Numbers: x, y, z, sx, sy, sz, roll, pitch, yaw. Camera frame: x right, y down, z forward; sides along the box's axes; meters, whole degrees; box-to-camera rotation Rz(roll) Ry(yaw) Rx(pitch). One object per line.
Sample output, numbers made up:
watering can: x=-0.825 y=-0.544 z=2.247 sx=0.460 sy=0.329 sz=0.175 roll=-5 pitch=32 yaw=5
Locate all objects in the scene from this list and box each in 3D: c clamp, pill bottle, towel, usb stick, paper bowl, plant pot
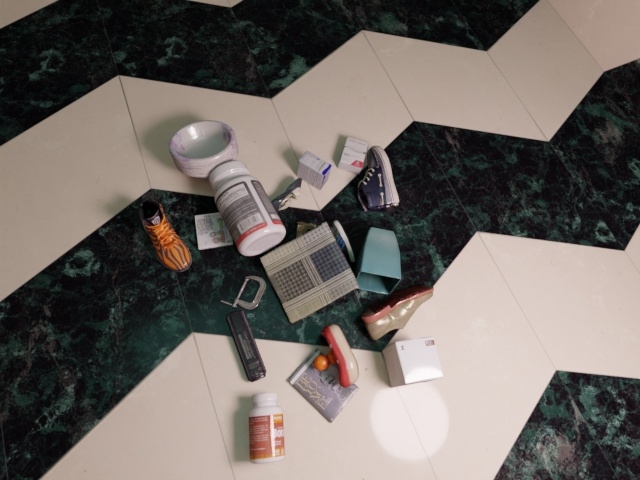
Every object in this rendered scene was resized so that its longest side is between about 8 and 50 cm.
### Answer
c clamp: x=-0.301 y=0.207 z=1.673 sx=0.137 sy=0.022 sz=0.161 roll=27 pitch=66 yaw=4
pill bottle: x=-0.189 y=0.649 z=1.443 sx=0.121 sy=0.121 sz=0.216 roll=-2 pitch=68 yaw=-9
towel: x=-0.049 y=0.129 z=1.684 sx=0.324 sy=0.056 sz=0.312 roll=-28 pitch=77 yaw=2
usb stick: x=-0.285 y=0.397 z=1.582 sx=0.077 sy=0.045 sz=0.278 roll=-17 pitch=70 yaw=-22
paper bowl: x=-0.499 y=-0.384 z=1.809 sx=0.284 sy=0.148 sz=0.284 roll=-2 pitch=52 yaw=2
plant pot: x=0.238 y=0.076 z=1.737 sx=0.165 sy=0.166 sz=0.234 roll=11 pitch=59 yaw=-3
pill bottle: x=-0.310 y=-0.136 z=1.717 sx=0.210 sy=0.210 sz=0.363 roll=-24 pitch=72 yaw=-17

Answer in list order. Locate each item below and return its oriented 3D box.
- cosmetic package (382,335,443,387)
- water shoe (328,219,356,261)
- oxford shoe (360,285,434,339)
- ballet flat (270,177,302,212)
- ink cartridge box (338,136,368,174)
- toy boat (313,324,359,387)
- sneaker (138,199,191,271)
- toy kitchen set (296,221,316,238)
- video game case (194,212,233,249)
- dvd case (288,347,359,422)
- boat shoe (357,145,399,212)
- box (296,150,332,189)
cosmetic package: x=0.343 y=0.461 z=1.566 sx=0.151 sy=0.184 sz=0.151 roll=-7 pitch=68 yaw=-10
water shoe: x=0.087 y=0.013 z=1.798 sx=0.080 sy=0.073 sz=0.203 roll=-27 pitch=71 yaw=10
oxford shoe: x=0.326 y=0.288 z=1.698 sx=0.348 sy=0.123 sz=0.130 roll=-22 pitch=100 yaw=-19
ballet flat: x=-0.140 y=-0.194 z=1.844 sx=0.203 sy=0.074 sz=0.074 roll=-43 pitch=78 yaw=-15
ink cartridge box: x=0.156 y=-0.405 z=1.979 sx=0.109 sy=0.063 sz=0.150 roll=17 pitch=65 yaw=0
toy boat: x=0.046 y=0.441 z=1.556 sx=0.151 sy=0.151 sz=0.231 roll=-27 pitch=66 yaw=-1
sneaker: x=-0.632 y=-0.025 z=1.639 sx=0.124 sy=0.180 sz=0.321 roll=-35 pitch=76 yaw=-20
toy kitchen set: x=-0.075 y=-0.038 z=1.811 sx=0.068 sy=0.075 sz=0.083 roll=20 pitch=20 yaw=40
video game case: x=-0.453 y=-0.044 z=1.761 sx=0.143 sy=0.019 sz=0.157 roll=-9 pitch=69 yaw=-11
dvd case: x=0.013 y=0.546 z=1.573 sx=0.221 sy=0.018 sz=0.164 roll=41 pitch=67 yaw=10
boat shoe: x=0.237 y=-0.283 z=1.900 sx=0.158 sy=0.127 sz=0.341 roll=-8 pitch=69 yaw=-19
box: x=-0.031 y=-0.317 z=1.881 sx=0.137 sy=0.126 sz=0.072 roll=33 pitch=65 yaw=6
